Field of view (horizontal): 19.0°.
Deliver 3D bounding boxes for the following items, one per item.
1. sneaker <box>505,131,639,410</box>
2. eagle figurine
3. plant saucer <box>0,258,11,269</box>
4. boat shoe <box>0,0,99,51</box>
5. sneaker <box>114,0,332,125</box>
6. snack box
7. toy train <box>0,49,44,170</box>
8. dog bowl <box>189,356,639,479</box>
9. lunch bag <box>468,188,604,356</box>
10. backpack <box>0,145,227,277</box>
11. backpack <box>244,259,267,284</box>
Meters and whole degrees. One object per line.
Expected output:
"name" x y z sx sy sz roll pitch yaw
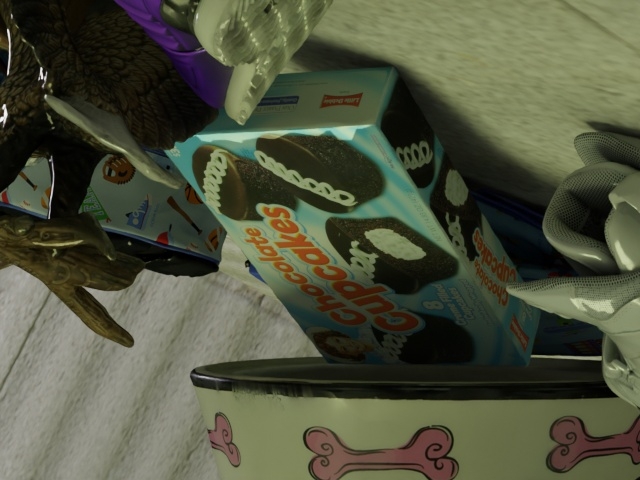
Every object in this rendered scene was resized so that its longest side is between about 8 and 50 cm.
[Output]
"sneaker" 0.224 0.027 1.284 0.210 0.137 0.366 29 169 -9
"eagle figurine" -0.175 -0.115 1.279 0.225 0.298 0.226 10 154 5
"plant saucer" -0.299 -0.049 2.277 0.041 0.278 0.278 59 165 -13
"boat shoe" -0.287 -0.215 1.419 0.342 0.123 0.123 22 178 -33
"sneaker" -0.077 -0.163 1.137 0.146 0.102 0.293 36 174 5
"snack box" 0.029 -0.009 1.479 0.187 0.060 0.322 -1 145 29
"toy train" -0.273 -0.124 1.485 0.105 0.080 0.184 23 -157 -45
"dog bowl" 0.095 0.179 1.610 0.408 0.150 0.408 0 180 0
"lunch bag" 0.165 0.035 1.671 0.293 0.138 0.221 12 165 27
"backpack" -0.203 -0.064 1.862 0.276 0.213 0.263 10 -172 -39
"backpack" 0.000 0.000 1.991 0.101 0.120 0.098 9 162 37
